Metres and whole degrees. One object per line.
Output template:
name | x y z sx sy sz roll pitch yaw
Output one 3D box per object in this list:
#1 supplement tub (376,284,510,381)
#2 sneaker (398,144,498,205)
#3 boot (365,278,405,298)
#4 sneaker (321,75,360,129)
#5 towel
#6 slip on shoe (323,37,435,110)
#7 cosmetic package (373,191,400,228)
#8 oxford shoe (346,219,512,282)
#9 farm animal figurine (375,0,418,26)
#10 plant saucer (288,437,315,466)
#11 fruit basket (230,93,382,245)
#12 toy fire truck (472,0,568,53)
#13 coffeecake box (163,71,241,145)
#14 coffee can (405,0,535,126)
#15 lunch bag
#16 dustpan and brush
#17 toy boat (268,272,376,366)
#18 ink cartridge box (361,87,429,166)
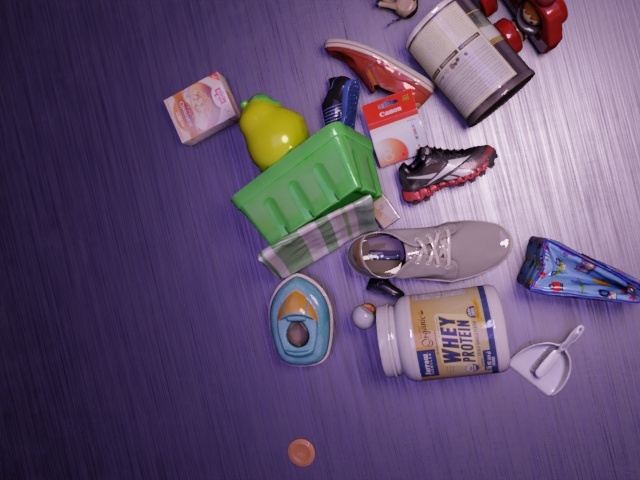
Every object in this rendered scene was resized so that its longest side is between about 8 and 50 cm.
supplement tub | 0.317 0.247 1.461 0.316 0.228 0.229 -10 90 12
sneaker | 0.332 -0.204 1.490 0.275 0.098 0.135 -23 113 12
boot | 0.190 0.105 1.577 0.121 0.045 0.099 15 89 9
sneaker | 0.045 -0.346 1.575 0.090 0.081 0.233 22 105 35
towel | 0.000 0.000 1.485 0.324 0.248 0.038 -26 71 1
slip on shoe | 0.149 -0.459 1.527 0.331 0.123 0.101 30 102 4
cosmetic package | 0.170 -0.094 1.571 0.060 0.041 0.115 -37 85 10
oxford shoe | 0.295 0.030 1.493 0.448 0.130 0.169 -4 83 2
farm animal figurine | 0.272 -0.773 1.438 0.172 0.330 0.327 22 68 12
plant saucer | -0.057 0.634 1.662 0.083 0.013 0.084 0 92 11
fruit basket | -0.066 -0.205 1.474 0.391 0.283 0.393 -2 85 28
toy fire truck | 0.498 -0.612 1.374 0.169 0.254 0.302 -32 86 11
coffeecake box | -0.347 -0.388 1.651 0.185 0.068 0.142 -25 86 11
coffee can | 0.380 -0.462 1.431 0.201 0.201 0.275 -39 85 10
lunch bag | 0.666 0.095 1.386 0.293 0.221 0.138 17 96 10
dustpan and brush | 0.625 0.303 1.485 0.147 0.060 0.211 38 99 8
toy boat | 0.003 0.219 1.564 0.318 0.148 0.268 -8 91 12
ink cartridge box | 0.206 -0.302 1.511 0.145 0.045 0.179 -17 125 11
